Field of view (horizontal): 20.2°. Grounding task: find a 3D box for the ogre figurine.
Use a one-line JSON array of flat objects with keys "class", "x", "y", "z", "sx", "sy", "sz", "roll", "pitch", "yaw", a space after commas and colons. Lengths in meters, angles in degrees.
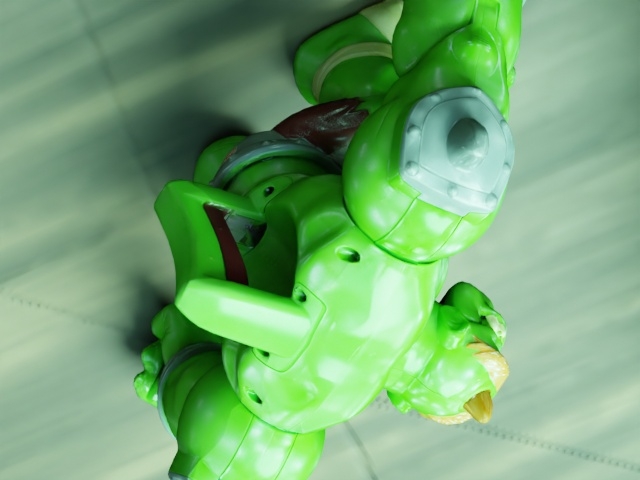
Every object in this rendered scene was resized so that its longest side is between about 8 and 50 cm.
[{"class": "ogre figurine", "x": 0.000, "y": 0.000, "z": 0.483, "sx": 0.197, "sy": 0.118, "sz": 0.097, "roll": -37, "pitch": 117, "yaw": 21}]
